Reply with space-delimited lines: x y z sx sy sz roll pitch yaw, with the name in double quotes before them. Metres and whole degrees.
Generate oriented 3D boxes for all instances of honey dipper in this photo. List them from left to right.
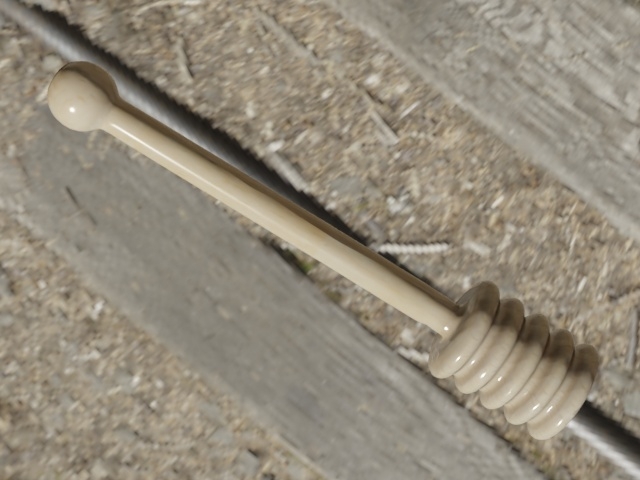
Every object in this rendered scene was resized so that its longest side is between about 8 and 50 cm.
"honey dipper" 0.000 0.000 0.383 0.160 0.030 0.030 32 117 -9
